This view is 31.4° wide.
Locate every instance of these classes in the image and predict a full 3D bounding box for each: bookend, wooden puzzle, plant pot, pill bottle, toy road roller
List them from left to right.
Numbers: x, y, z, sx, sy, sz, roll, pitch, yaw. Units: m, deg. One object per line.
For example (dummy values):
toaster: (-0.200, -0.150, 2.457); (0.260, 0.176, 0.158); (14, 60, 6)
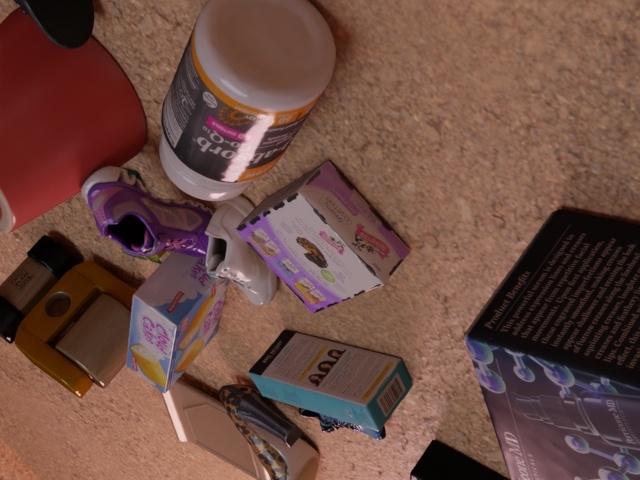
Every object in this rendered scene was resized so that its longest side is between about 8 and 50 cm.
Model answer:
plant pot: (-0.431, -0.157, 1.635); (0.274, 0.243, 0.275); (29, 147, 21)
toy road roller: (-0.454, 0.165, 2.121); (0.329, 0.202, 0.241); (29, 160, 29)
wooden puzzle: (-0.194, 0.367, 2.231); (0.238, 0.044, 0.221); (19, 142, 25)
pill bottle: (-0.098, -0.163, 1.334); (0.162, 0.162, 0.278); (41, 149, 2)
bookend: (0.225, 0.412, 1.784); (0.157, 0.072, 0.156); (25, 146, 25)

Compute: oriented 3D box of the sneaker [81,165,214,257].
sneaker: (-0.239, -0.015, 1.656); (0.236, 0.105, 0.095); (24, 123, -35)

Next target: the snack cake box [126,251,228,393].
snack cake box: (-0.232, 0.121, 1.851); (0.089, 0.152, 0.264); (35, 149, 10)

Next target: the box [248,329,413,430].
box: (0.012, 0.211, 1.741); (0.244, 0.100, 0.060); (10, 138, 42)

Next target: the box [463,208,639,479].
box: (0.389, 0.171, 1.165); (0.395, 0.212, 0.294); (14, 140, 39)

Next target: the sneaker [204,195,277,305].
sneaker: (-0.129, 0.033, 1.681); (0.080, 0.094, 0.212); (18, 142, 31)

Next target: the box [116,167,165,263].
box: (-0.308, -0.039, 1.842); (0.105, 0.043, 0.179); (14, 137, 37)

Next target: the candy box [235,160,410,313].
candy box: (0.000, 0.000, 1.519); (0.165, 0.070, 0.196); (48, 149, -10)

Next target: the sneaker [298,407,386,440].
sneaker: (0.034, 0.292, 1.844); (0.162, 0.073, 0.063); (19, 142, 32)

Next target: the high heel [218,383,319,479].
high heel: (-0.098, 0.371, 2.091); (0.186, 0.093, 0.261); (30, 146, 33)

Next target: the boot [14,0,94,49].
boot: (-0.430, -0.361, 1.550); (0.263, 0.091, 0.229); (56, 152, -16)
